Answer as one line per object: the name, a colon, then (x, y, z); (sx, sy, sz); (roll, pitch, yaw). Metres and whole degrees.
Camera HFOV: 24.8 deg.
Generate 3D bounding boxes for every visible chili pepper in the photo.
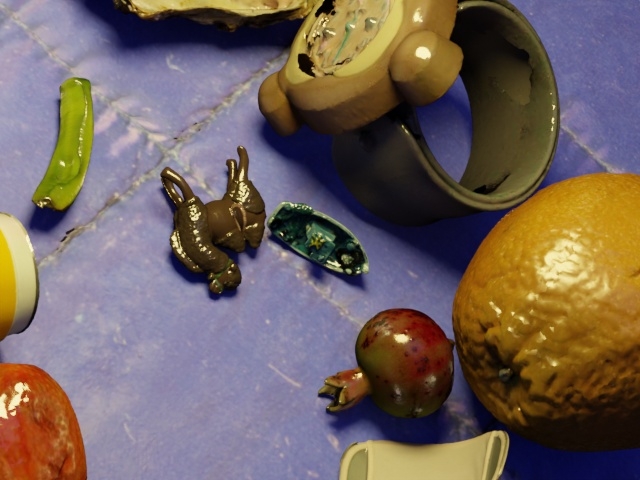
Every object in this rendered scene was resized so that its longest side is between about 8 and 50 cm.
chili pepper: (-0.289, -0.102, 1.673); (0.051, 0.050, 0.202); (8, 53, -4)

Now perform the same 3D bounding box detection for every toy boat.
toy boat: (0.000, 0.000, 1.750); (0.137, 0.060, 0.061); (32, 21, -15)

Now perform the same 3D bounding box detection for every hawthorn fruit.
hawthorn fruit: (-0.311, 0.207, 1.405); (0.179, 0.173, 0.173); (54, 46, -22)

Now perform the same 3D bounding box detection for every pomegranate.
pomegranate: (0.077, 0.139, 1.668); (0.159, 0.129, 0.129); (3, 58, -16)

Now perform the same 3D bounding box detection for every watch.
watch: (0.148, -0.199, 1.809); (0.327, 0.314, 0.335); (35, 62, -33)

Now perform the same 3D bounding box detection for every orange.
orange: (0.321, 0.090, 1.701); (0.357, 0.322, 0.322); (-28, 76, -41)

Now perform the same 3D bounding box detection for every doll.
doll: (-0.121, -0.021, 1.707); (0.139, 0.057, 0.165); (-14, 76, -36)

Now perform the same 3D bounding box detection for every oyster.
oyster: (-0.161, -0.343, 1.869); (0.361, 0.096, 0.221); (-4, 57, -30)

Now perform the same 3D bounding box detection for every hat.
hat: (0.114, 0.308, 1.591); (0.226, 0.219, 0.164); (-34, 115, -69)

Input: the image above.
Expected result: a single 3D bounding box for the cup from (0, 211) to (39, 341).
cup: (-0.427, 0.050, 1.422); (0.279, 0.196, 0.196); (-9, 65, -39)
